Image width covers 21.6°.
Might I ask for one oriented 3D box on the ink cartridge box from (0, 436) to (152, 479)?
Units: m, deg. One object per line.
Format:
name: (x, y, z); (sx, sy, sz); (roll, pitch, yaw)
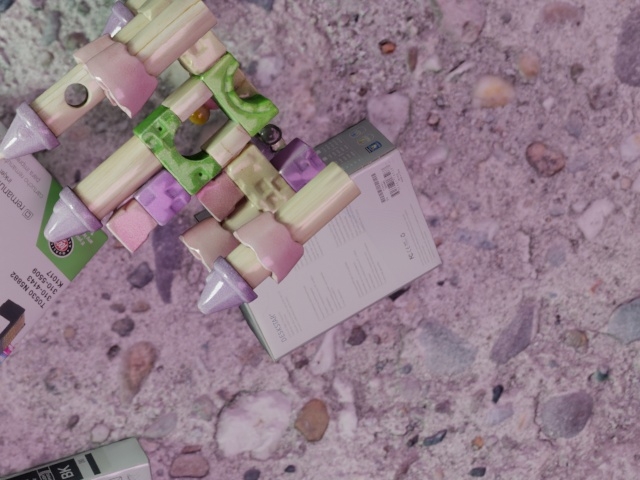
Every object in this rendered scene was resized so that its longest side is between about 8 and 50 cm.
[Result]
ink cartridge box: (-0.354, 0.356, 1.974); (0.332, 0.065, 0.165); (-16, 123, -19)

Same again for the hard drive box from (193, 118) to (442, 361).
hard drive box: (0.000, 0.000, 1.926); (0.232, 0.089, 0.181); (-29, 126, -9)

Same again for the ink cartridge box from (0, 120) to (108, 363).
ink cartridge box: (-0.384, 0.028, 1.691); (0.278, 0.117, 0.201); (-51, 128, -15)

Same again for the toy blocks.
toy blocks: (-0.167, -0.075, 1.671); (0.260, 0.309, 0.288); (-43, 111, -3)
